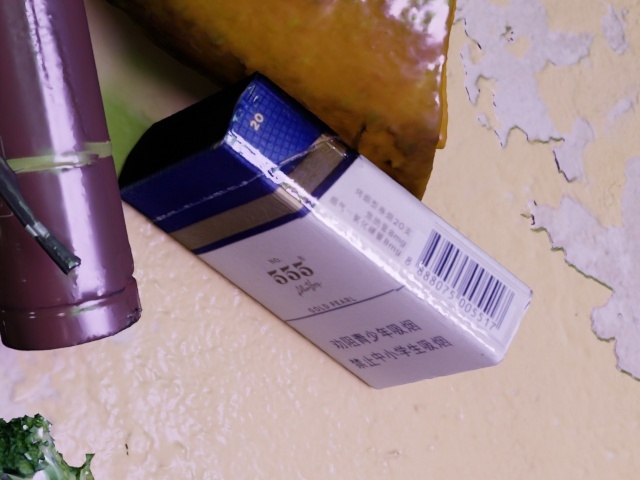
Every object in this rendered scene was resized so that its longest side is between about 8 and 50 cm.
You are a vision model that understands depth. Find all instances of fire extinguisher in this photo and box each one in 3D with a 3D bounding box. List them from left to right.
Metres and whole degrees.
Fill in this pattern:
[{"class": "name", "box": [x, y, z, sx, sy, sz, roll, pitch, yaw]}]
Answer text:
[{"class": "fire extinguisher", "box": [-0.187, -0.103, 1.137, 0.105, 0.141, 0.341, -15, 104, -19]}]

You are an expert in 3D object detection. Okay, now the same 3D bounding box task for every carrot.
[{"class": "carrot", "box": [-0.006, -0.198, 1.264, 0.340, 0.241, 0.241, 36, 61, -18]}]

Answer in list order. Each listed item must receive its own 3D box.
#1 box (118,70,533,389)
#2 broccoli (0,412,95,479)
[{"class": "box", "box": [0.000, 0.000, 1.262, 0.259, 0.168, 0.071, 39, 62, -20]}, {"class": "broccoli", "box": [-0.211, 0.213, 1.024, 0.294, 0.245, 0.265, 43, 70, -18]}]
